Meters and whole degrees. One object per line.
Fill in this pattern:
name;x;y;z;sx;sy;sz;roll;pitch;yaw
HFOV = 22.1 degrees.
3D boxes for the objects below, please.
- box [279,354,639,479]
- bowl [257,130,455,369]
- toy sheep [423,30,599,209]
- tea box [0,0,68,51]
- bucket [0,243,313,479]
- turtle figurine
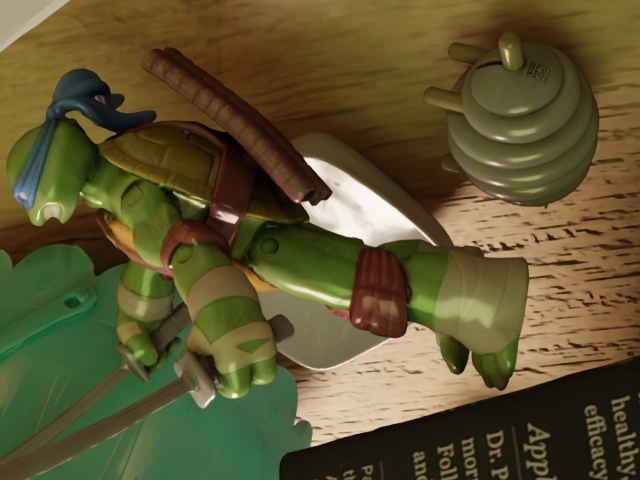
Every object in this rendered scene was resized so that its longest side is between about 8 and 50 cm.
box;0.302;0.248;0.878;0.472;0.297;0.480;-17;151;26
bowl;0.000;0.000;0.979;0.142;0.053;0.142;38;129;-23
toy sheep;0.106;-0.065;0.877;0.091;0.091;0.132;-4;150;15
tea box;-0.052;-0.285;0.542;0.329;0.323;0.220;-29;120;33
bucket;-0.157;0.158;1.034;0.281;0.183;0.281;14;141;11
turtle figurine;-0.043;0.055;0.854;0.266;0.274;0.198;10;148;-9
